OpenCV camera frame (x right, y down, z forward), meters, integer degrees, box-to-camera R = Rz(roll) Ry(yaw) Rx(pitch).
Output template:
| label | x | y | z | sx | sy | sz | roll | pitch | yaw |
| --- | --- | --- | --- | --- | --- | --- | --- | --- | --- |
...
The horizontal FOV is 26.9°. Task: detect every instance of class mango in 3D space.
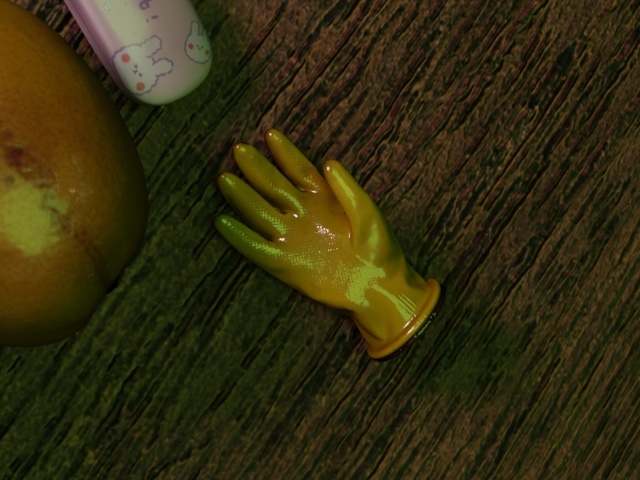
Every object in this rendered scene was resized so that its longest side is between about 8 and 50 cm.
| label | x | y | z | sx | sy | sz | roll | pitch | yaw |
| --- | --- | --- | --- | --- | --- | --- | --- | --- | --- |
| mango | -0.319 | -0.080 | 1.297 | 0.264 | 0.221 | 0.378 | -32 | 97 | -19 |

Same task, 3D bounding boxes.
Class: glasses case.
| label | x | y | z | sx | sy | sz | roll | pitch | yaw |
| --- | --- | --- | --- | --- | --- | --- | --- | --- | --- |
| glasses case | -0.219 | -0.281 | 1.413 | 0.113 | 0.075 | 0.297 | -36 | 108 | -22 |

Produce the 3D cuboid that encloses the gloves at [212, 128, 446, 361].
| label | x | y | z | sx | sy | sz | roll | pitch | yaw |
| --- | --- | --- | --- | --- | --- | --- | --- | --- | --- |
| gloves | -0.001 | 0.001 | 1.525 | 0.294 | 0.116 | 0.133 | 43 | 67 | -14 |
